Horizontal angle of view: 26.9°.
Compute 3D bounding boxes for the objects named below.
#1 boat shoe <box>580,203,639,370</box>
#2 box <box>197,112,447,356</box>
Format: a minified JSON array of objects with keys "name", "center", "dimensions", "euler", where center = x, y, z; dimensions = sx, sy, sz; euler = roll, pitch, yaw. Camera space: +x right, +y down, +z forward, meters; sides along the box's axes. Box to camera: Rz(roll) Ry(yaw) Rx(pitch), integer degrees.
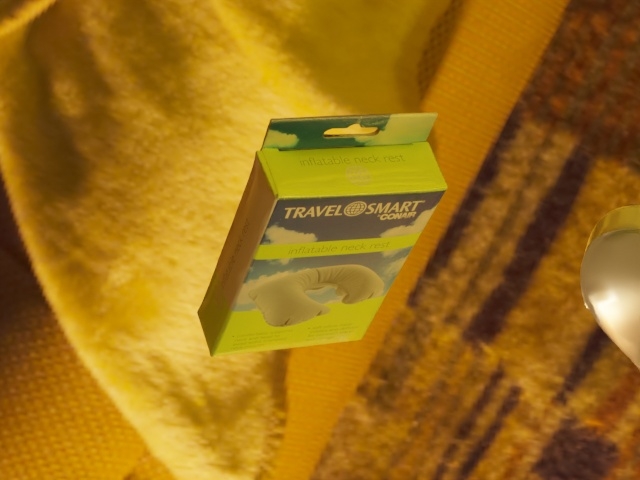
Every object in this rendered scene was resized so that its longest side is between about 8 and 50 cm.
[{"name":"boat shoe","center":[0.309,0.046,1.136],"dimensions":[0.113,0.306,0.105],"euler":[-7,52,36]},{"name":"box","center":[0.000,0.000,0.790],"dimensions":[0.178,0.109,0.042],"euler":[115,143,-48]}]
